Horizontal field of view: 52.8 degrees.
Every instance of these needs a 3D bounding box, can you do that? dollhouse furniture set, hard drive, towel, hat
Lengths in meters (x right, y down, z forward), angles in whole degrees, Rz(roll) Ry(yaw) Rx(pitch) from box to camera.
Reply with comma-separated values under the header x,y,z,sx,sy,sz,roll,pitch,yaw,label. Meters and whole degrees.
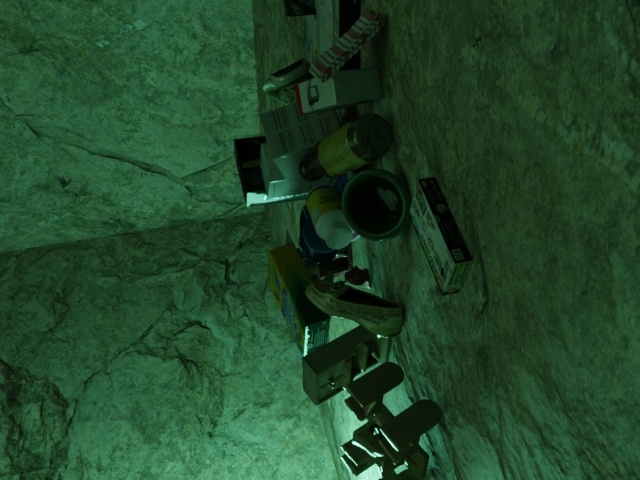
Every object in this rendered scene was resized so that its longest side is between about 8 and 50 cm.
x,y,z,sx,sy,sz,roll,pitch,yaw,label
0.167,0.425,1.684,0.394,0.256,0.362,45,149,36,dollhouse furniture set
0.042,-0.555,1.700,0.237,0.064,0.339,-114,18,-51,hard drive
0.054,-0.440,1.452,0.029,0.197,0.144,44,-172,-24,towel
0.036,0.120,2.002,0.374,0.201,0.152,-134,35,-61,dollhouse furniture set
0.163,-0.102,1.559,0.208,0.183,0.173,-14,98,37,hat

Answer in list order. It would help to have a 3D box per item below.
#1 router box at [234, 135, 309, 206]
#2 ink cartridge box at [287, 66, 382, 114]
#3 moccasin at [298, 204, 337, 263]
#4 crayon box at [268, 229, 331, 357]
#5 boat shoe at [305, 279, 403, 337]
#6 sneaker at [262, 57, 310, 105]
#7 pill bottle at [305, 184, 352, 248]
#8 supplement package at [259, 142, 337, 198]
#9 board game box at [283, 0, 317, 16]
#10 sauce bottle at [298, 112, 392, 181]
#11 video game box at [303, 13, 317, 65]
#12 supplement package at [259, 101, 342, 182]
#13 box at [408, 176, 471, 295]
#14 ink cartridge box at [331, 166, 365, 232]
x,y,z,sx,sy,sz,roll,pitch,yaw,label
-0.118,-0.244,2.155,0.081,0.309,0.243,99,159,-53,router box
0.030,-0.360,1.571,0.231,0.134,0.078,5,106,61,ink cartridge box
0.000,0.000,1.947,0.342,0.138,0.116,-91,10,-67,moccasin
-0.076,0.157,1.901,0.203,0.083,0.323,95,153,-54,crayon box
0.091,0.156,1.695,0.104,0.285,0.089,-37,-40,-51,boat shoe
-0.102,-0.523,2.338,0.182,0.158,0.410,64,177,-9,sneaker
0.028,-0.063,1.765,0.184,0.103,0.103,-111,16,-46,pill bottle
-0.056,-0.232,2.006,0.139,0.244,0.133,111,147,-69,supplement package
-0.055,-0.743,1.871,0.026,0.126,0.186,128,131,-76,board game box
0.048,-0.219,1.609,0.344,0.111,0.111,-15,84,64,sauce bottle
-0.008,-0.611,1.958,0.187,0.048,0.205,97,161,-51,video game box
-0.037,-0.289,1.823,0.194,0.203,0.149,54,-161,-72,supplement package
0.229,-0.010,1.258,0.114,0.036,0.207,95,162,-54,box
0.090,-0.106,1.840,0.371,0.069,0.175,127,133,-79,ink cartridge box
